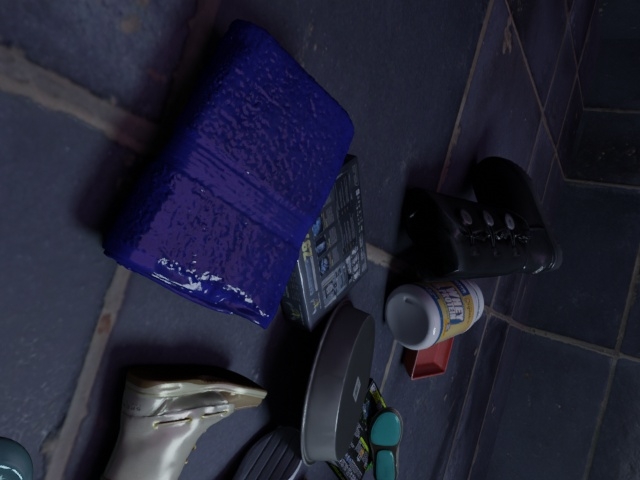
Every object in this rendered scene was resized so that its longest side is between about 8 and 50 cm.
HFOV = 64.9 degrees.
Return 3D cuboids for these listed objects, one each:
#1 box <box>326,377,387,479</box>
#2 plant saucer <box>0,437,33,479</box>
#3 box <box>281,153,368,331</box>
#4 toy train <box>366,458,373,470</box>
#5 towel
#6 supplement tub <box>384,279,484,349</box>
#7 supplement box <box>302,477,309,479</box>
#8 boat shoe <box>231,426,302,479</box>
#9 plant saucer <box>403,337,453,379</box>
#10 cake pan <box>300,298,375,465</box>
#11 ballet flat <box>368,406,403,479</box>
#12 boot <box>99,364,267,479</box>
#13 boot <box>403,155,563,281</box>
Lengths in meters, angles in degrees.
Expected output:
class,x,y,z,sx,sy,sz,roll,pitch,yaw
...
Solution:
class,x,y,z,sx,sy,sz,roll,pitch,yaw
box,0.081,0.416,1.093,0.184,0.045,0.191,-57,141,-30
plant saucer,-0.319,0.243,0.460,0.119,0.021,0.119,-25,121,-50
box,0.000,0.000,0.808,0.183,0.059,0.233,-42,135,-40
toy train,0.125,0.540,1.226,0.083,0.017,0.024,1,111,-56
towel,-0.093,-0.072,0.606,0.227,0.076,0.308,36,73,-40
supplement tub,0.259,0.154,1.135,0.199,0.144,0.144,-11,111,-39
supplement box,-0.033,0.497,0.943,0.083,0.055,0.043,-26,121,-50
boat shoe,-0.109,0.392,0.791,0.226,0.083,0.076,-38,159,-44
plant saucer,0.304,0.233,1.351,0.258,0.047,0.259,16,87,-56
cake pan,0.040,0.251,0.889,0.293,0.054,0.293,10,90,-73
ballet flat,0.141,0.436,1.103,0.068,0.072,0.213,-69,160,-67
boot,-0.169,0.246,0.635,0.213,0.077,0.165,22,82,-51
boot,0.361,-0.073,1.220,0.445,0.367,0.146,-1,145,-35
